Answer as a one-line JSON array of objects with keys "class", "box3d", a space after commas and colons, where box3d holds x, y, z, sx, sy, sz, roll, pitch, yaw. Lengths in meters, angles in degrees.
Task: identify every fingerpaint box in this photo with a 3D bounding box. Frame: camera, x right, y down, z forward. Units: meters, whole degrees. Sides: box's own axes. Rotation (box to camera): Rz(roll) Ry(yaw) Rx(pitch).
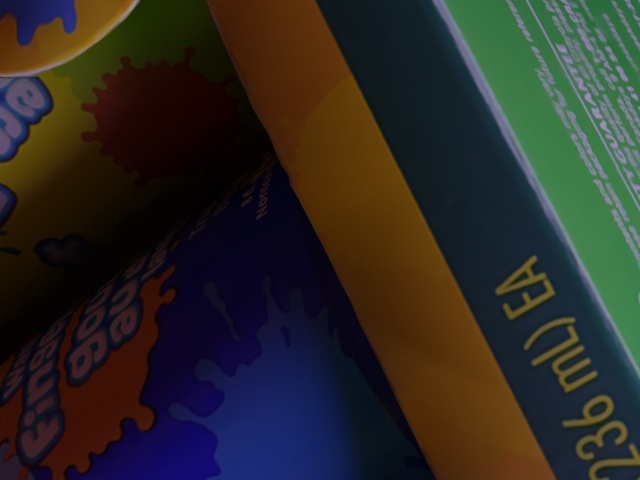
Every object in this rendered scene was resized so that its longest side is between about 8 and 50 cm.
[{"class": "fingerpaint box", "box3d": [-0.039, 0.084, 0.592, 0.371, 0.445, 0.163, -35, 161, 29]}]
